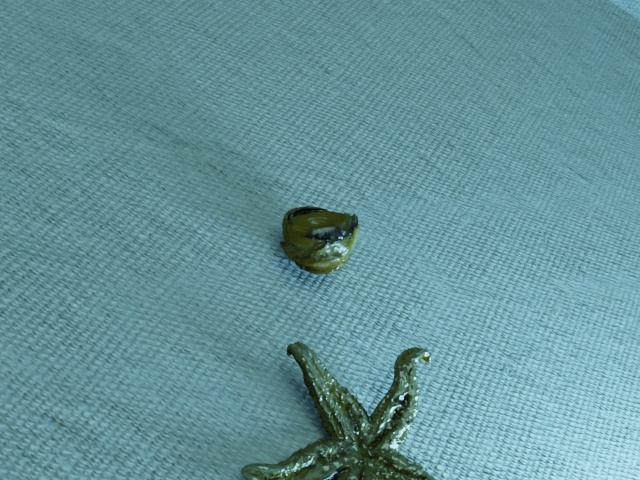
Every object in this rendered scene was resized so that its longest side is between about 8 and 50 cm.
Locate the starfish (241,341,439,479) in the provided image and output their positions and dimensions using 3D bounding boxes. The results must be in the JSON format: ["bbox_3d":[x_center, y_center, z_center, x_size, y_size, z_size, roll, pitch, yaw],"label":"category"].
[{"bbox_3d":[0.065,0.292,1.184,0.327,0.094,0.375,25,55,6],"label":"starfish"}]

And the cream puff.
[{"bbox_3d":[0.000,0.000,1.361,0.119,0.104,0.133,18,25,39],"label":"cream puff"}]
